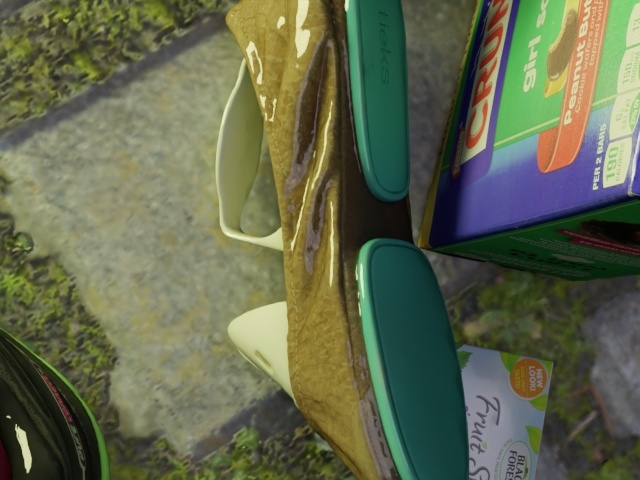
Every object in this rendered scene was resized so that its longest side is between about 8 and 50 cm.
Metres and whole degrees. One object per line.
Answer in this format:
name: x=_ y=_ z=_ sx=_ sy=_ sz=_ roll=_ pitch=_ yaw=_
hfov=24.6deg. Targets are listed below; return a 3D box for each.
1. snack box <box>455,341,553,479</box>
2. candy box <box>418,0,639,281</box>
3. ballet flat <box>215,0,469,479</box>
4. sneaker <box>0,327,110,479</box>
snack box: x=0.079 y=0.133 z=0.889 sx=0.100 sy=0.037 sz=0.141 roll=11 pitch=84 yaw=-12
candy box: x=0.175 y=-0.121 z=0.784 sx=0.122 sy=0.317 sz=0.268 roll=14 pitch=82 yaw=-9
ballet flat: x=0.000 y=0.000 z=0.841 sx=0.124 sy=0.116 sz=0.342 roll=-14 pitch=79 yaw=29
sneaker: x=-0.318 y=0.032 z=0.725 sx=0.483 sy=0.202 sz=0.185 roll=25 pitch=81 yaw=-10
